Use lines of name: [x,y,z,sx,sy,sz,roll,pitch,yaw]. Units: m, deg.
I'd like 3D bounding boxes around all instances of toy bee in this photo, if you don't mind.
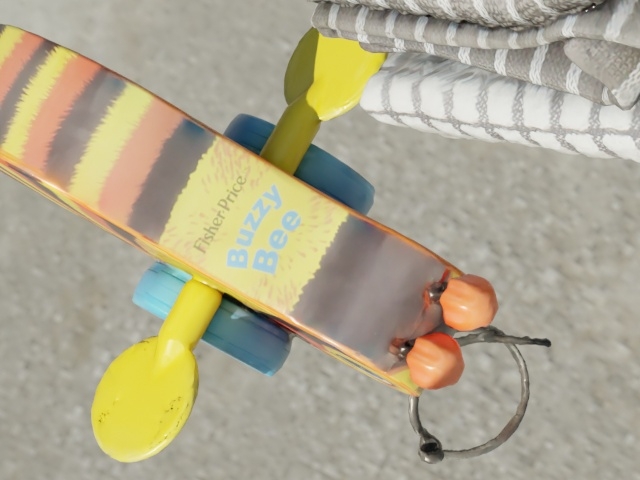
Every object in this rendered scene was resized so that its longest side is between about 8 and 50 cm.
toy bee: [0.000,0.000,0.775,0.162,0.298,0.195,-167,86,-68]

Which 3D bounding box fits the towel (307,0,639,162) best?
towel: [0.117,-0.167,0.619,0.235,0.121,0.283,15,74,53]
